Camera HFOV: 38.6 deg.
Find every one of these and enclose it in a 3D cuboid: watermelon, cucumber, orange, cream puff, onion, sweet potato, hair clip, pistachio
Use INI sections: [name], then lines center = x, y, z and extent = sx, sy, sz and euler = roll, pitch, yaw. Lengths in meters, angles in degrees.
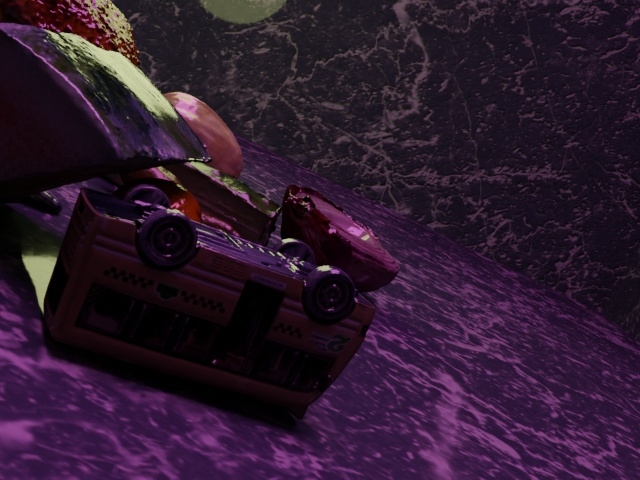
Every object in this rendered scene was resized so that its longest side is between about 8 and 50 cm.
[watermelon]
center = -0.284, -0.131, 0.971
extent = 0.302, 0.151, 0.264
euler = -9, 2, 14
[cucumber]
center = -0.218, -0.087, 1.527
extent = 0.326, 0.105, 0.145
euler = 25, 10, 6
[orange]
center = -0.193, -0.008, 1.013
extent = 0.117, 0.136, 0.135
euler = 54, 2, -16
[cream puff]
center = -0.485, -0.380, 1.764
extent = 0.350, 0.228, 0.350
euler = 42, -8, 7
[onion]
center = 0.000, 0.000, 1.548
extent = 0.227, 0.120, 0.283
euler = 45, 9, 34
[sweet potato]
center = -0.241, -0.065, 1.436
extent = 0.269, 0.074, 0.075
euler = 39, 9, 0
[hair clip]
center = -0.431, -0.095, 1.155
extent = 0.229, 0.036, 0.066
euler = 24, 3, -18
[pistachio]
center = -0.263, -0.205, 1.891
extent = 0.230, 0.157, 0.157
euler = 37, 5, -22

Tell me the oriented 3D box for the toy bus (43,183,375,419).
[toy bus]
center = -0.104, 0.058, 0.864
extent = 0.290, 0.157, 0.139
euler = 20, 6, -25
